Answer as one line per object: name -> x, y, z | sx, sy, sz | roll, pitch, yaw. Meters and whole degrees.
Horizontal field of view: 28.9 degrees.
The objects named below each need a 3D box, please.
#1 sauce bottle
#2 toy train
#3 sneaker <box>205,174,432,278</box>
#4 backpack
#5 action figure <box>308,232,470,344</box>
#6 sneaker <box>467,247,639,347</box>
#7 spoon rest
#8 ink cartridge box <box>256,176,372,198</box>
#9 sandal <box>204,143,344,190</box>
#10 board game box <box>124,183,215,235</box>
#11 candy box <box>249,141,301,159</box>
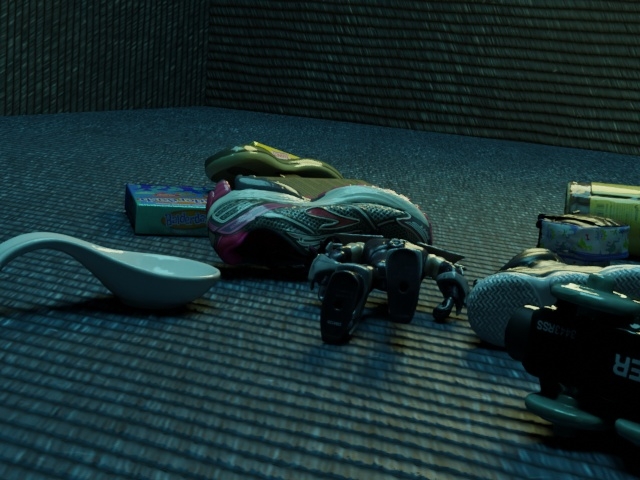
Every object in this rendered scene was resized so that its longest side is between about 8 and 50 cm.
sauce bottle -> 0.547, -0.022, 1.904 | 0.344, 0.111, 0.111 | 7, 11, 9
toy train -> 0.316, 0.114, 1.005 | 0.334, 0.142, 0.190 | 14, 5, 44
sneaker -> 0.000, 0.000, 1.609 | 0.299, 0.120, 0.112 | 3, 39, -11
backpack -> 0.373, 0.005, 1.744 | 0.105, 0.084, 0.114 | -5, 9, -41
action figure -> 0.072, 0.044, 1.398 | 0.185, 0.099, 0.285 | -1, 5, 11
sneaker -> 0.293, 0.060, 1.349 | 0.269, 0.101, 0.153 | 2, 13, 4
spoon rest -> -0.240, 0.032, 1.353 | 0.276, 0.084, 0.137 | -3, 13, -31
ink cartridge box -> -0.002, -0.035, 1.810 | 0.193, 0.088, 0.235 | 0, 11, -13
sandal -> -0.072, -0.080, 2.023 | 0.120, 0.086, 0.303 | -33, -27, 31
board game box -> -0.213, -0.048, 1.908 | 0.160, 0.047, 0.210 | 2, 11, -14
candy box -> -0.084, -0.112, 2.091 | 0.105, 0.027, 0.206 | -27, -24, 28
